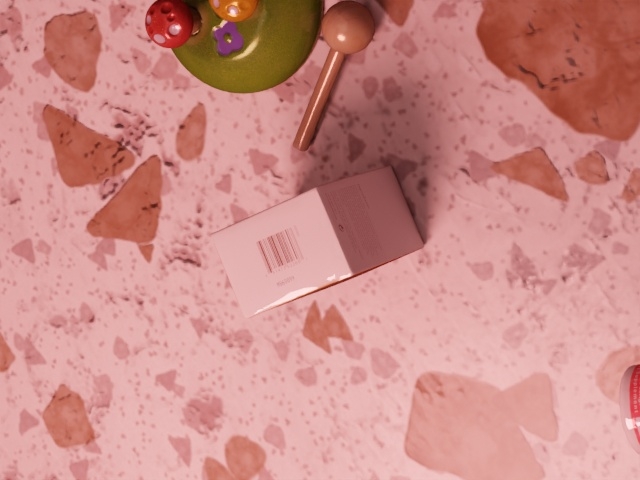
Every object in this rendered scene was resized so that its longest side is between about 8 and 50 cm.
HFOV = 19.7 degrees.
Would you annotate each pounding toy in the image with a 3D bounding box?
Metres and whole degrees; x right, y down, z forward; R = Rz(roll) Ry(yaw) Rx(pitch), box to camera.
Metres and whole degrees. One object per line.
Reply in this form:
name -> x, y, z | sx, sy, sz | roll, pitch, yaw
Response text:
pounding toy -> -0.082, -0.216, 1.826 | 0.237, 0.110, 0.183 | 39, 115, 16

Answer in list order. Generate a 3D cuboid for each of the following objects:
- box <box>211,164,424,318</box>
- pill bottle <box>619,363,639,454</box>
box -> 0.000, 0.000, 1.791 | 0.130, 0.170, 0.091 | -24, 87, 29
pill bottle -> 0.361, 0.147, 1.682 | 0.160, 0.087, 0.087 | -11, 95, 28
